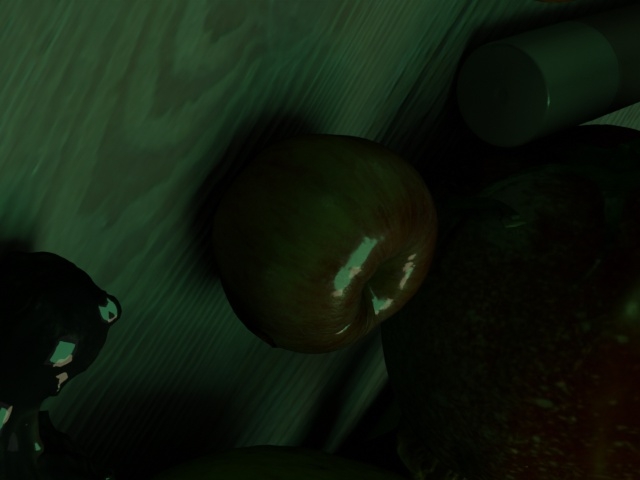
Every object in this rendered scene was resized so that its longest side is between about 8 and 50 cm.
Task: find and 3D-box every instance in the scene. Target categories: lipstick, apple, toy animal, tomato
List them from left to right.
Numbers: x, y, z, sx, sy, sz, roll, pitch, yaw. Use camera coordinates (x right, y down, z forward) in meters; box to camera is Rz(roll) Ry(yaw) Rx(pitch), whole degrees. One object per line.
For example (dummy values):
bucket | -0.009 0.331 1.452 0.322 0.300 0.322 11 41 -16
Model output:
toy animal | -0.200 0.165 0.591 0.343 0.106 0.168 -51 146 -24
apple | 0.001 -0.003 0.734 0.126 0.102 0.126 -36 150 -25
lipstick | 0.191 -0.121 0.947 0.254 0.070 0.070 -21 137 -49
tomato | 0.194 0.055 0.886 0.303 0.303 0.239 -23 116 -47

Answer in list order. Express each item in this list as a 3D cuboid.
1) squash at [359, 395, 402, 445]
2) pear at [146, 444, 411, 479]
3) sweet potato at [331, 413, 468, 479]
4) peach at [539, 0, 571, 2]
squash | 0.123 0.130 1.070 0.370 0.118 0.118 -55 153 -6
pear | -0.028 0.301 0.735 0.391 0.391 0.391 -39 149 -30
sweet potato | -0.008 0.222 0.963 0.286 0.112 0.085 -43 110 -1
peach | 0.132 -0.191 0.715 0.138 0.138 0.138 -39 149 -30
